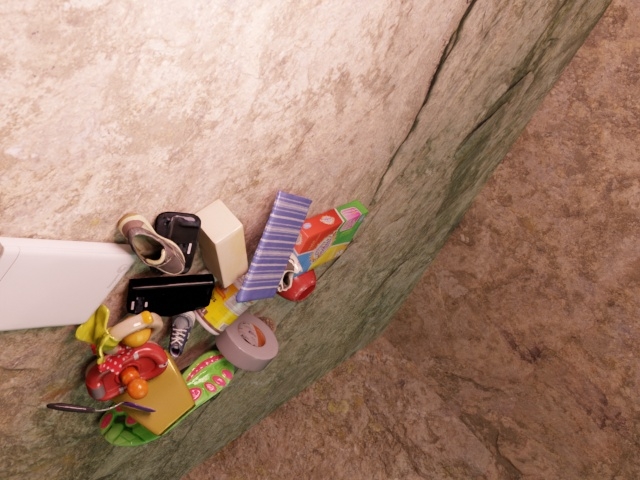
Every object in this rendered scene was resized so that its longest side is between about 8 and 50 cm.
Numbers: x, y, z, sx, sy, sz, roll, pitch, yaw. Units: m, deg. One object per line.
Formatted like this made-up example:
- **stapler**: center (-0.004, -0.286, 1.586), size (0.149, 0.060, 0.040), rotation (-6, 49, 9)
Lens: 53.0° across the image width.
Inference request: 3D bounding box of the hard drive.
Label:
- **hard drive**: center (-0.572, 0.095, 1.335), size (0.233, 0.047, 0.353), rotation (-48, 160, 15)

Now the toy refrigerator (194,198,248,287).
- **toy refrigerator**: center (-0.256, 0.011, 1.693), size (0.094, 0.102, 0.269), rotation (-36, 159, -20)

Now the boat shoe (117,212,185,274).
- **boat shoe**: center (-0.375, 0.026, 1.450), size (0.080, 0.073, 0.223), rotation (-30, 141, 2)

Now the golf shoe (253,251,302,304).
- **golf shoe**: center (-0.168, 0.137, 2.104), size (0.105, 0.120, 0.273), rotation (-16, 149, -55)

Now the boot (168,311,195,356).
- **boot**: center (-0.419, 0.278, 1.928), size (0.190, 0.069, 0.086), rotation (108, -8, -54)

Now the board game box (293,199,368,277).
- **board game box**: center (0.000, 0.000, 2.221), size (0.316, 0.064, 0.242), rotation (-24, 153, -43)

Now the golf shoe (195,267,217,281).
- **golf shoe**: center (-0.338, 0.134, 1.814), size (0.176, 0.086, 0.069), rotation (-22, 150, -49)

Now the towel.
- **towel**: center (-0.136, 0.021, 1.862), size (0.336, 0.040, 0.243), rotation (-68, 162, 6)

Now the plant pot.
- **plant pot**: center (-0.505, 0.492, 2.007), size (0.212, 0.187, 0.212), rotation (-39, 172, -18)

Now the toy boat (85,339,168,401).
- **toy boat**: center (-0.534, 0.387, 1.815), size (0.231, 0.151, 0.151), rotation (-26, 140, -29)

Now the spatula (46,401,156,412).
- **spatula**: center (-0.613, 0.470, 1.810), size (0.296, 0.030, 0.084), rotation (7, 161, -27)

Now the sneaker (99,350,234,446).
- **sneaker**: center (-0.512, 0.558, 2.204), size (0.482, 0.185, 0.202), rotation (-25, 163, -23)

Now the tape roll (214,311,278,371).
- **tape roll**: center (-0.254, 0.346, 2.213), size (0.072, 0.219, 0.219), rotation (-51, 159, 23)

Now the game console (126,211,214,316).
- **game console**: center (-0.359, 0.066, 1.598), size (0.213, 0.044, 0.361), rotation (-2, 136, -26)

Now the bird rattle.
- **bird rattle**: center (-0.495, 0.255, 1.631), size (0.207, 0.143, 0.253), rotation (-25, 154, -8)

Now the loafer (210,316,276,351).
- **loafer**: center (-0.289, 0.377, 2.407), size (0.268, 0.102, 0.092), rotation (-27, 158, -15)

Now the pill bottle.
- **pill bottle**: center (-0.280, 0.181, 1.974), size (0.215, 0.117, 0.117), rotation (-43, 161, 0)

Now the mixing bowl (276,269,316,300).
- **mixing bowl**: center (-0.082, 0.157, 2.339), size (0.181, 0.098, 0.181), rotation (-37, 160, -15)
